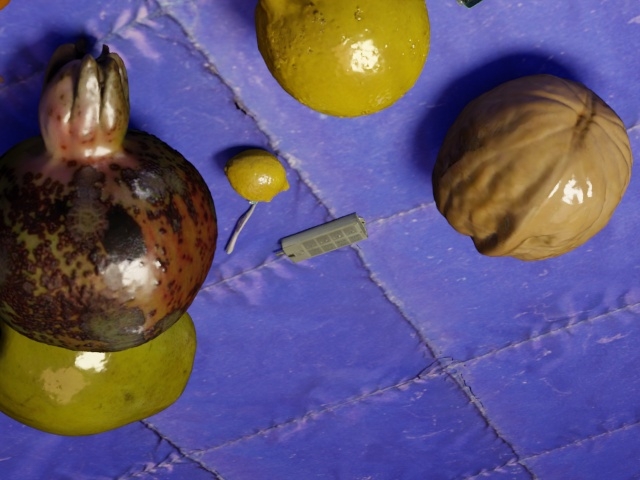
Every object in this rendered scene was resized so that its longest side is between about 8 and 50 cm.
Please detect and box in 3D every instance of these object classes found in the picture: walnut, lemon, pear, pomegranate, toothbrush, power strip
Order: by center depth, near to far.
[{"bbox_3d":[0.020,-0.215,1.159,0.173,0.173,0.206,-32,141,28],"label":"lemon"},{"bbox_3d":[-0.249,-0.051,1.263,0.285,0.285,0.340,-3,122,-11],"label":"pomegranate"},{"bbox_3d":[0.252,-0.081,1.381,0.225,0.224,0.261,4,148,-20],"label":"walnut"},{"bbox_3d":[-0.077,-0.080,1.416,0.092,0.065,0.065,18,137,-28],"label":"lemon"},{"bbox_3d":[-0.311,0.135,1.504,0.307,0.252,0.253,7,144,-45],"label":"pear"},{"bbox_3d":[-0.106,-0.021,1.540,0.013,0.011,0.131,-7,147,-29],"label":"toothbrush"},{"bbox_3d":[0.000,0.000,1.592,0.136,0.019,0.051,-19,147,11],"label":"power strip"}]

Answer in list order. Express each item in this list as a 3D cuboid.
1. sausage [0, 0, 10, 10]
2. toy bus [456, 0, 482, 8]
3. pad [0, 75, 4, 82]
[{"bbox_3d":[-0.285,-0.296,1.028,0.098,0.098,0.238,15,136,-32],"label":"sausage"},{"bbox_3d":[0.144,-0.281,1.213,0.031,0.037,0.083,-31,142,25],"label":"toy bus"},{"bbox_3d":[-0.426,-0.206,1.192,0.113,0.006,0.187,-18,147,8],"label":"pad"}]
